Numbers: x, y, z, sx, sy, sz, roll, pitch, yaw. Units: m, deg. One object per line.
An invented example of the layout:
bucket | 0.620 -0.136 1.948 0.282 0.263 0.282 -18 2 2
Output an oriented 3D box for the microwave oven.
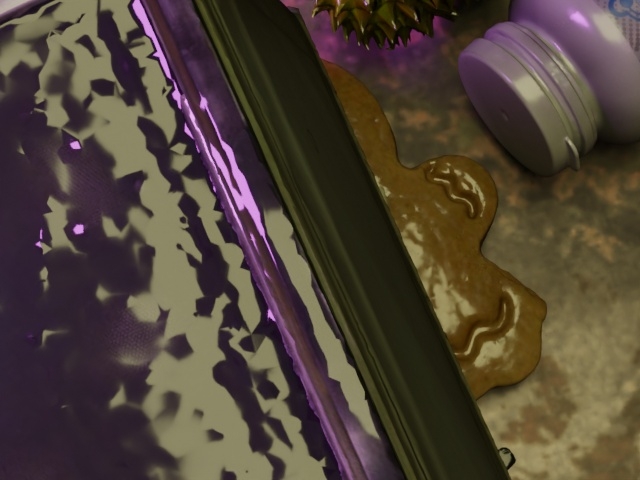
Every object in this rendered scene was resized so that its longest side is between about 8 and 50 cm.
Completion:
microwave oven | -0.069 0.096 0.806 0.247 0.333 0.394 -25 80 7

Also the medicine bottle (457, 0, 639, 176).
medicine bottle | 0.169 -0.119 1.003 0.191 0.107 0.107 -36 79 -11

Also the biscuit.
biscuit | 0.000 -0.001 1.004 0.184 0.035 0.249 -36 79 -11

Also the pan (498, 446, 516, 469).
pan | 0.055 0.148 0.970 0.115 0.023 0.068 -43 80 -8

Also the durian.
durian | 0.038 -0.153 0.986 0.215 0.086 0.100 -18 74 -51
